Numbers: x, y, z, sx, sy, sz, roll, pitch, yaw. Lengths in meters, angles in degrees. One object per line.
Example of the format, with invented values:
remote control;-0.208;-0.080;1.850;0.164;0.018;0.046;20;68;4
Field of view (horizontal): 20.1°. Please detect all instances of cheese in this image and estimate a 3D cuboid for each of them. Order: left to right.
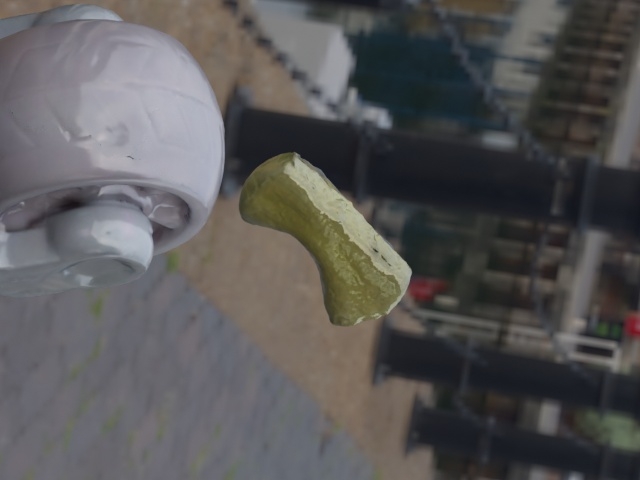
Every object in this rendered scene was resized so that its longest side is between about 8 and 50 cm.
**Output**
cheese;0.000;0.000;0.765;0.044;0.083;0.030;-41;-165;18

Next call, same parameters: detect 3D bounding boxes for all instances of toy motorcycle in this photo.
toy motorcycle;-0.151;-0.017;0.452;0.112;0.254;0.112;179;-90;-72
